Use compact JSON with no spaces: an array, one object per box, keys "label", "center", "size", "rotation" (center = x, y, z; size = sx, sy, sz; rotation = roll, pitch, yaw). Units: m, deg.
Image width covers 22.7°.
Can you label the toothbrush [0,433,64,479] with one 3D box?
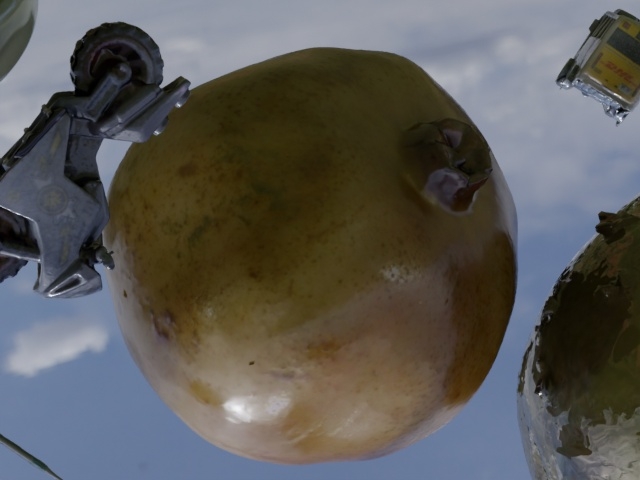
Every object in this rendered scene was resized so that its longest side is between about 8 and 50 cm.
[{"label":"toothbrush","center":[-0.358,0.279,2.015],"size":[0.167,0.011,0.014],"rotation":[31,-166,13]}]

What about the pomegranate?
[{"label":"pomegranate","center":[0.000,0.000,1.502],"size":[0.416,0.417,0.417],"rotation":[-12,-163,4]}]

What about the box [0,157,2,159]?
[{"label":"box","center":[-0.320,-0.031,1.580],"size":[0.091,0.126,0.031],"rotation":[6,-128,-28]}]

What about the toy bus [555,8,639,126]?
[{"label":"toy bus","center":[0.397,-0.243,2.177],"size":[0.097,0.138,0.342],"rotation":[31,-168,2]}]

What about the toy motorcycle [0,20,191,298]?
[{"label":"toy motorcycle","center":[-0.168,-0.045,1.126],"size":[0.215,0.122,0.080],"rotation":[-52,-160,0]}]

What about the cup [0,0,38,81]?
[{"label":"cup","center":[-0.329,-0.145,1.037],"size":[0.255,0.173,0.202],"rotation":[4,153,-35]}]

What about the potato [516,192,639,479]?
[{"label":"potato","center":[0.362,0.172,1.550],"size":[0.319,0.442,0.385],"rotation":[-29,-139,-27]}]
